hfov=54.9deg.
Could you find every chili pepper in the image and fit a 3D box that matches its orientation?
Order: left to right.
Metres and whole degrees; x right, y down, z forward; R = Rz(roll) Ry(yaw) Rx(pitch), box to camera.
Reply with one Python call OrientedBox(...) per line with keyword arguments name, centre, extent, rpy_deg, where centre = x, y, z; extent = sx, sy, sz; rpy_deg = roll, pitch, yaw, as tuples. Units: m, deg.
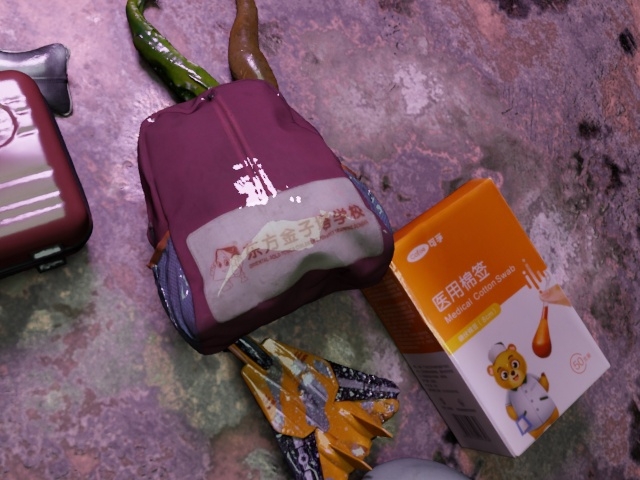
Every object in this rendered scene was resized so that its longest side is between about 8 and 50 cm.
OrientedBox(name="chili pepper", centre=(-0.166, -0.217, 0.890), extent=(0.084, 0.076, 0.359), rpy_deg=(-37, 93, 2))

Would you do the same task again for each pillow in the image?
OrientedBox(name="pillow", centre=(-0.399, -0.213, 0.809), extent=(0.135, 0.055, 0.092), rpy_deg=(-2, 81, -19))

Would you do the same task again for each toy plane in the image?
OrientedBox(name="toy plane", centre=(-0.052, 0.193, 0.825), extent=(0.316, 0.103, 0.204), rpy_deg=(39, 66, -1))

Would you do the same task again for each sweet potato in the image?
OrientedBox(name="sweet potato", centre=(-0.110, -0.287, 0.932), extent=(0.069, 0.059, 0.250), rpy_deg=(-5, 75, -41))

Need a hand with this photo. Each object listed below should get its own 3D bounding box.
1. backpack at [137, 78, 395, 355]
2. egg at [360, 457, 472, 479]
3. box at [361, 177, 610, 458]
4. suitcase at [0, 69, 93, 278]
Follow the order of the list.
OrientedBox(name="backpack", centre=(-0.092, -0.048, 0.771), extent=(0.283, 0.197, 0.317), rpy_deg=(-21, 69, -19))
OrientedBox(name="egg", centre=(0.144, 0.380, 0.809), extent=(0.230, 0.168, 0.168), rpy_deg=(36, 69, -13))
OrientedBox(name="box", centre=(0.230, 0.109, 0.916), extent=(0.224, 0.143, 0.341), rpy_deg=(-33, 91, -23))
OrientedBox(name="suitcase", centre=(-0.435, -0.053, 0.702), extent=(0.296, 0.161, 0.237), rpy_deg=(-20, 86, -22))
